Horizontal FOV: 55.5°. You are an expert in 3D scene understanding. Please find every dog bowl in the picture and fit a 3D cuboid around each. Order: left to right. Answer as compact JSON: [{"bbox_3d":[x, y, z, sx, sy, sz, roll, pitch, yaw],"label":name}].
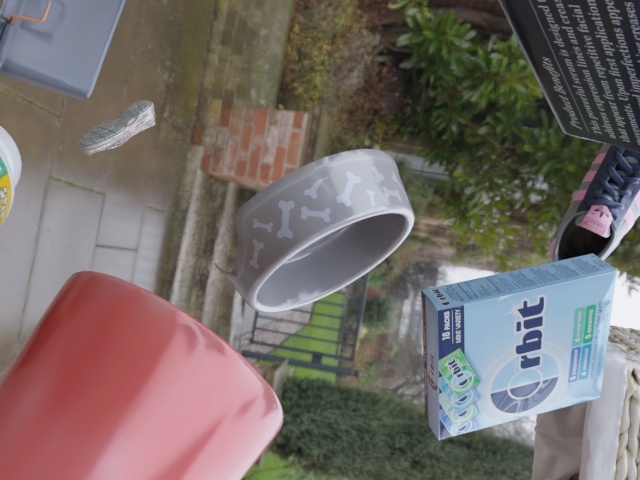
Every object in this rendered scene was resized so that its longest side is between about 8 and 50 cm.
[{"bbox_3d":[0.000,0.000,1.006,0.102,0.349,0.348,61,-10,20],"label":"dog bowl"}]

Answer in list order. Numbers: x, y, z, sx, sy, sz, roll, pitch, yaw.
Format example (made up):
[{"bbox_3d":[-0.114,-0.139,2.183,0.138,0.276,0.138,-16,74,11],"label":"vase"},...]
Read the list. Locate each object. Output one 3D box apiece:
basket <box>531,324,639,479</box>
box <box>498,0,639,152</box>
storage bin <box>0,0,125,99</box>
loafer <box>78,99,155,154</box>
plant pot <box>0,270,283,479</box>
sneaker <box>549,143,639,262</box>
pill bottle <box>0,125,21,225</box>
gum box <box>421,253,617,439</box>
[{"bbox_3d":[0.466,0.295,0.870,0.328,0.267,0.331,-9,103,-79],"label":"basket"},{"bbox_3d":[0.342,-0.182,0.311,0.293,0.395,0.212,-53,133,-4],"label":"box"},{"bbox_3d":[-0.238,-0.195,0.549,0.098,0.091,0.135,20,-89,60],"label":"storage bin"},{"bbox_3d":[-0.278,-0.150,0.850,0.125,0.045,0.039,-46,146,-32],"label":"loafer"},{"bbox_3d":[-0.208,0.208,0.585,0.243,0.275,0.274,-57,163,-32],"label":"plant pot"},{"bbox_3d":[0.458,-0.069,0.944,0.131,0.112,0.318,-36,147,-51],"label":"sneaker"},{"bbox_3d":[-0.305,-0.032,0.453,0.208,0.118,0.117,-103,-162,-66],"label":"pill bottle"},{"bbox_3d":[0.195,0.106,0.605,0.041,0.185,0.156,-119,-159,-62],"label":"gum box"}]
